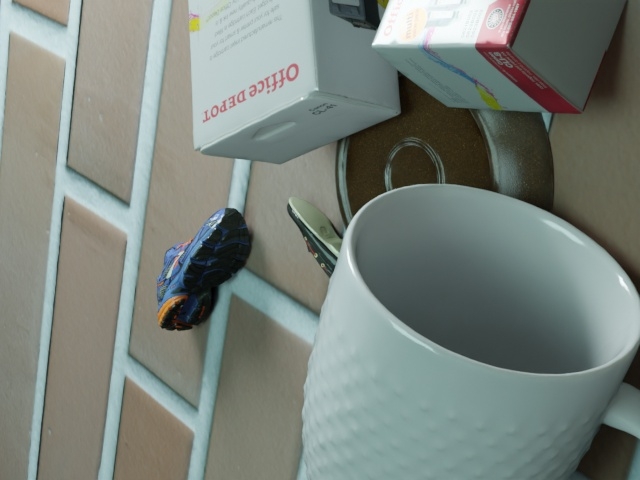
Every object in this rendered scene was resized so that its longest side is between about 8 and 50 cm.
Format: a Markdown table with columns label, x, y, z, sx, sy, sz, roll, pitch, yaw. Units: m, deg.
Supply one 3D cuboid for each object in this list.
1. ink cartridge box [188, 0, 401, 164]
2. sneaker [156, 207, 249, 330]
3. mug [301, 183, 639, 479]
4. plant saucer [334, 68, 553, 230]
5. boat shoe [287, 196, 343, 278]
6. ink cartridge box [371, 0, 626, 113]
| label | x | y | z | sx | sy | sz | roll | pitch | yaw |
| --- | --- | --- | --- | --- | --- | --- | --- | --- | --- |
| ink cartridge box | -0.038 | -0.260 | 1.372 | 0.226 | 0.131 | 0.306 | -19 | 71 | 49 |
| sneaker | -0.169 | 0.027 | 1.653 | 0.221 | 0.083 | 0.087 | -51 | 50 | 37 |
| mug | 0.161 | 0.176 | 1.177 | 0.374 | 0.276 | 0.328 | 24 | 126 | 12 |
| plant saucer | 0.113 | -0.067 | 1.332 | 0.311 | 0.050 | 0.310 | 10 | 104 | 47 |
| boat shoe | -0.001 | 0.000 | 1.472 | 0.133 | 0.049 | 0.042 | 49 | 122 | 27 |
| ink cartridge box | 0.163 | -0.203 | 1.158 | 0.176 | 0.127 | 0.128 | 9 | 74 | 49 |
